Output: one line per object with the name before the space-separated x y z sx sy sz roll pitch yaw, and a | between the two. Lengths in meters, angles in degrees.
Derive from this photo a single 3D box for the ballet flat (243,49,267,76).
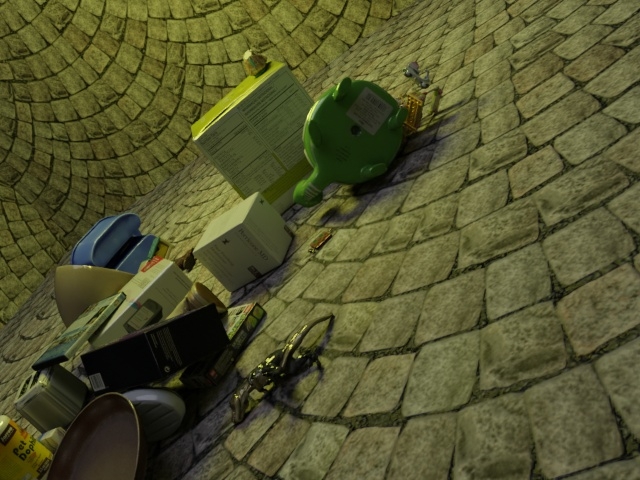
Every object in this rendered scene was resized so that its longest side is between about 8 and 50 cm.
ballet flat | -0.197 -0.534 1.999 0.073 0.067 0.206 -36 20 4

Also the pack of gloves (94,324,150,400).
pack of gloves | -0.459 0.316 1.596 0.195 0.046 0.232 -61 2 3

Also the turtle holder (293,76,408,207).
turtle holder | 0.070 -0.232 1.694 0.227 0.243 0.320 180 96 -81

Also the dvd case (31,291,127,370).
dvd case | -0.649 0.244 1.817 0.180 0.022 0.253 -21 25 39

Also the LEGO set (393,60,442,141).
LEGO set | 0.226 -0.337 1.760 0.107 0.132 0.287 -34 -10 -33

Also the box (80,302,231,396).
box | -0.344 0.227 1.395 0.261 0.103 0.184 -22 -2 40

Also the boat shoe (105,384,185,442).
boat shoe | -0.389 0.347 1.399 0.335 0.121 0.119 -24 24 36

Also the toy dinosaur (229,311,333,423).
toy dinosaur | -0.064 0.218 1.188 0.268 0.064 0.118 -42 13 -13

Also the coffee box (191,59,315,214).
coffee box | -0.161 -0.309 2.042 0.338 0.334 0.337 -40 20 1

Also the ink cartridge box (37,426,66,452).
ink cartridge box | -0.658 0.496 1.671 0.083 0.048 0.028 -27 24 33

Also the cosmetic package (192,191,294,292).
cosmetic package | -0.193 0.005 1.718 0.184 0.151 0.151 -30 23 30

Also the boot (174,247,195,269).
boot | -0.454 0.085 2.184 0.114 0.037 0.106 -34 22 25

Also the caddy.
caddy | -0.771 0.051 2.520 0.179 0.241 0.341 -15 31 41

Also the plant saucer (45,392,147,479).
plant saucer | -0.408 0.436 1.228 0.310 0.050 0.310 -26 48 33

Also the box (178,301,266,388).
box | -0.211 0.226 1.457 0.114 0.036 0.207 -18 30 46

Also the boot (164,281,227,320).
boot | -0.323 0.197 1.573 0.203 0.095 0.262 -45 2 -10

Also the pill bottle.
pill bottle | -0.734 0.491 1.573 0.117 0.215 0.117 -35 21 16

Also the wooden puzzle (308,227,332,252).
wooden puzzle | 0.000 0.000 1.595 0.083 0.006 0.049 -44 20 -8

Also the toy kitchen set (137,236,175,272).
toy kitchen set | -0.519 0.055 2.153 0.207 0.122 0.166 -12 56 55

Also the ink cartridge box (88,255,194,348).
ink cartridge box | -0.510 0.197 1.910 0.306 0.131 0.226 -47 22 -14

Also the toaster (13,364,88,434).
toaster | -0.713 0.421 1.782 0.129 0.146 0.227 -41 20 2

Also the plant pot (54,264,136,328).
plant pot | -0.688 0.203 2.081 0.284 0.284 0.191 -14 65 51
